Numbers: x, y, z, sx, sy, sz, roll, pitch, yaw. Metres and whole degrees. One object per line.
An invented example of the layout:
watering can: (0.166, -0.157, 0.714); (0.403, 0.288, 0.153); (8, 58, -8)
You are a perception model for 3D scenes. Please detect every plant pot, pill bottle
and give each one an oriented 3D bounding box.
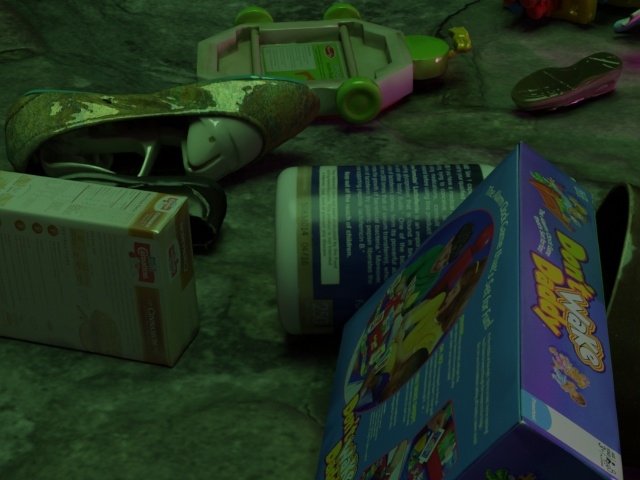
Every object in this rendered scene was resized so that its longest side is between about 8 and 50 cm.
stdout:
plant pot: (0.305, 0.091, 0.982); (0.231, 0.215, 0.215); (18, 33, 2)
pill bottle: (0.094, 0.007, 1.154); (0.265, 0.153, 0.153); (-1, 31, 2)

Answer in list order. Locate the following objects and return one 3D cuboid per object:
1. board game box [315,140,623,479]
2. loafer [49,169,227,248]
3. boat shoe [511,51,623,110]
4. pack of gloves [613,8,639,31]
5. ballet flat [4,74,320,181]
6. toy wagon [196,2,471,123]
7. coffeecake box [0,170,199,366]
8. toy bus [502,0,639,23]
board game box: (0.095, 0.107, 0.913); (0.078, 0.233, 0.347); (35, 30, -12)
loafer: (-0.200, -0.023, 1.288); (0.220, 0.080, 0.078); (-7, 31, -8)
boat shoe: (0.302, -0.185, 1.579); (0.153, 0.048, 0.056); (-24, 49, -21)
pack of gloves: (0.484, -0.354, 1.694); (0.232, 0.046, 0.195); (-31, -3, 4)
ballet flat: (-0.172, -0.108, 1.418); (0.349, 0.123, 0.123); (-2, 31, -2)
toy wagon: (0.018, -0.221, 1.622); (0.345, 0.068, 0.267); (-3, 31, -3)
coffeecake box: (-0.209, 0.024, 1.150); (0.186, 0.142, 0.068); (9, 33, 16)
toy bus: (0.354, -0.374, 1.804); (0.220, 0.149, 0.211); (20, 50, 27)
